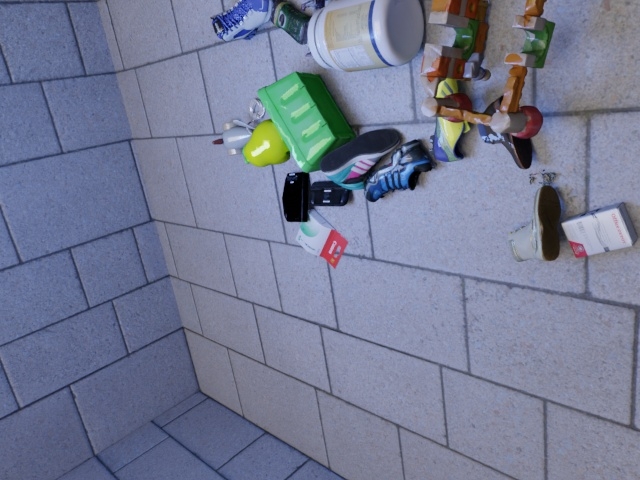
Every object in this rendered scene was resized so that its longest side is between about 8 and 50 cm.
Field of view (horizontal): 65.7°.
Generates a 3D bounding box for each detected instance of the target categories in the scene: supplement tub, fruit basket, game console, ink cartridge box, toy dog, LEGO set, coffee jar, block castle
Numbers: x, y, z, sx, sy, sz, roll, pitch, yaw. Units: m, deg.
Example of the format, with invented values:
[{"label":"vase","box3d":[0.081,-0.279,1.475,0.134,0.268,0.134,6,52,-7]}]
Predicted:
[{"label":"supplement tub","box3d":[0.136,-0.653,1.551,0.316,0.228,0.228,11,117,43]},{"label":"fruit basket","box3d":[-0.110,-0.407,1.887,0.392,0.283,0.392,9,107,31]},{"label":"game console","box3d":[-0.026,-0.179,2.063,0.361,0.044,0.213,4,94,42]},{"label":"ink cartridge box","box3d":[0.752,-0.026,1.337,0.150,0.063,0.109,-22,92,49]},{"label":"toy dog","box3d":[-0.361,-0.466,2.220,0.333,0.161,0.220,-26,89,49]},{"label":"LEGO set","box3d":[0.638,-0.179,1.418,0.083,0.023,0.054,32,129,49]},{"label":"coffee jar","box3d":[-0.105,-0.813,1.839,0.184,0.079,0.096,44,137,22]},{"label":"block castle","box3d":[0.456,-0.510,1.275,0.303,0.212,0.454,26,118,41]},{"label":"ink cartridge box","box3d":[0.000,0.000,2.156,0.225,0.056,0.181,46,136,23]}]

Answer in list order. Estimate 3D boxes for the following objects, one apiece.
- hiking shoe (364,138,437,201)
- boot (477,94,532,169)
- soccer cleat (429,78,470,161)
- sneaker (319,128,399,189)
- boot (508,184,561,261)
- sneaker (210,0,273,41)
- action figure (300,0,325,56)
[{"label":"hiking shoe","box3d":[0.262,-0.209,1.726,0.132,0.113,0.304,55,138,12]},{"label":"boot","box3d":[0.532,-0.296,1.436,0.106,0.082,0.219,-27,79,60]},{"label":"soccer cleat","box3d":[0.404,-0.382,1.517,0.121,0.093,0.289,13,120,30]},{"label":"sneaker","box3d":[0.163,-0.278,1.797,0.295,0.178,0.124,-21,59,15]},{"label":"boot","box3d":[0.616,-0.044,1.441,0.165,0.077,0.213,157,114,-78]},{"label":"sneaker","box3d":[-0.318,-0.860,1.930,0.128,0.182,0.315,60,150,-6]},{"label":"action figure","box3d":[-0.006,-0.783,1.690,0.099,0.185,0.285,9,123,23]}]
